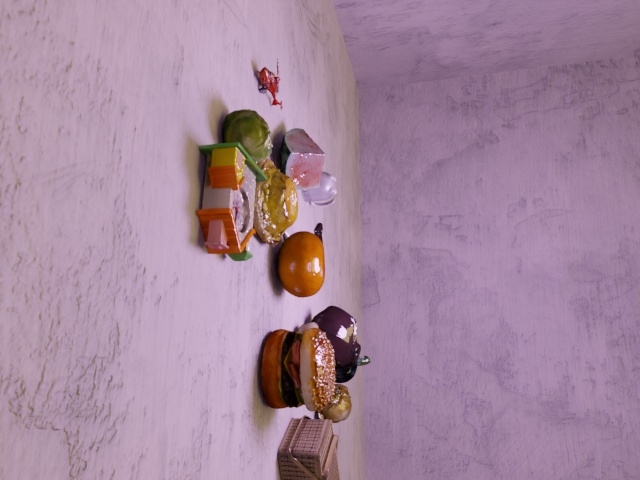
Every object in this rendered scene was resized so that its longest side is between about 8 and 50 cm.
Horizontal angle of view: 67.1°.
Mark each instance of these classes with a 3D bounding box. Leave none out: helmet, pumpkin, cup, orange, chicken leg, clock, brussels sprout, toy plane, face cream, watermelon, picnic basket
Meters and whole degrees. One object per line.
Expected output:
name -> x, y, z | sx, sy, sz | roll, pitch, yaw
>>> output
helmet -> 0.039, 0.444, 2.078 | 0.177, 0.224, 0.306 | -18, 106, -48
pumpkin -> 0.123, 0.564, 2.323 | 0.248, 0.247, 0.248 | -3, 90, -77
cup -> 0.000, -0.227, 2.188 | 0.134, 0.141, 0.174 | -56, 141, -70
orange -> -0.071, 0.086, 1.748 | 0.240, 0.171, 0.241 | -1, 90, -84
chicken leg -> 0.078, 0.806, 2.340 | 0.429, 0.152, 0.202 | 76, 23, -66
clock -> -0.228, -0.087, 1.251 | 0.220, 0.106, 0.256 | 50, 39, -69
brussels sprout -> -0.212, -0.286, 1.350 | 0.151, 0.121, 0.149 | -137, -143, -55
toy plane -> -0.170, -0.540, 1.687 | 0.194, 0.077, 0.126 | 21, 70, -84
face cream -> -0.101, 0.040, 1.898 | 0.092, 0.058, 0.244 | -58, 137, -61
watermelon -> -0.072, -0.303, 1.866 | 0.260, 0.175, 0.256 | 106, 3, -48
picnic basket -> -0.029, 0.827, 1.752 | 0.228, 0.175, 0.313 | -51, 136, -70

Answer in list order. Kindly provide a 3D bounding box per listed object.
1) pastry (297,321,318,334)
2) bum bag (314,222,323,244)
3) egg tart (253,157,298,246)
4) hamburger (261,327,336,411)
pastry -> -0.045, 0.404, 1.925 | 0.156, 0.091, 0.157 | 171, -90, -90
bum bag -> 0.000, 0.000, 2.393 | 0.109, 0.026, 0.160 | -67, 151, -64
egg tart -> -0.144, -0.129, 1.605 | 0.295, 0.115, 0.295 | -4, 90, -79
hamburger -> -0.063, 0.427, 1.597 | 0.291, 0.224, 0.292 | -4, 90, -80
